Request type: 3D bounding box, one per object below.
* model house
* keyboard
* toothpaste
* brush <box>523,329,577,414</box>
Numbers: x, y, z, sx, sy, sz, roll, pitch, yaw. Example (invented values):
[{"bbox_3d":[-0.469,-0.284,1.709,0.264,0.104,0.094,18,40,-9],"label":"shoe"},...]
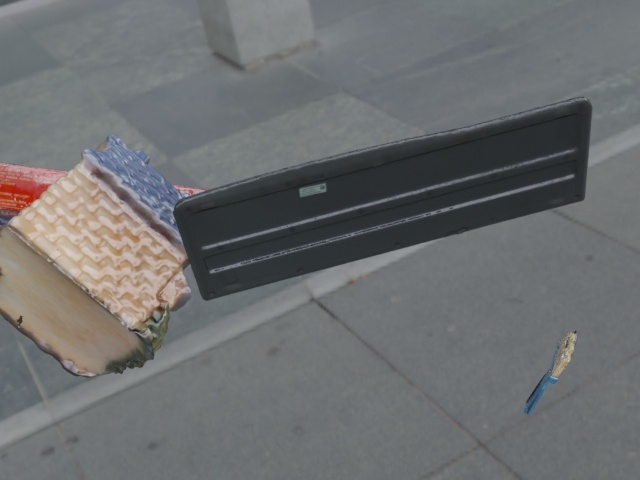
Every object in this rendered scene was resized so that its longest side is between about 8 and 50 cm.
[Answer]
[{"bbox_3d":[-0.193,0.011,0.852,0.183,0.166,0.172,-34,18,54],"label":"model house"},{"bbox_3d":[-0.005,-0.008,0.603,0.381,0.103,0.041,-19,45,-8],"label":"keyboard"},{"bbox_3d":[-0.259,-0.038,1.134,0.321,0.076,0.066,9,71,11],"label":"toothpaste"},{"bbox_3d":[0.257,0.158,1.050,0.014,0.164,0.051,23,56,9],"label":"brush"}]
